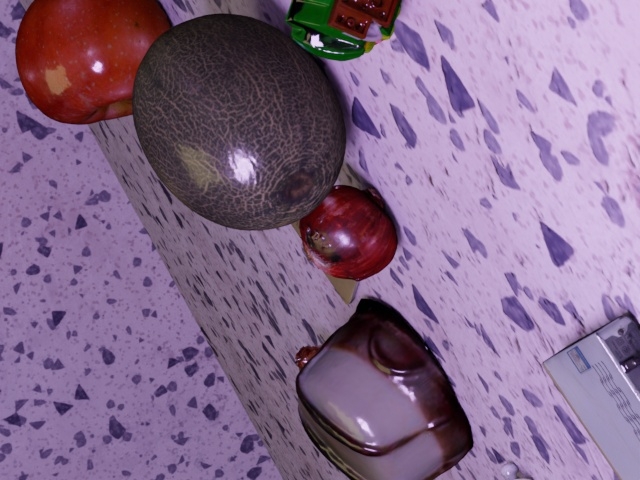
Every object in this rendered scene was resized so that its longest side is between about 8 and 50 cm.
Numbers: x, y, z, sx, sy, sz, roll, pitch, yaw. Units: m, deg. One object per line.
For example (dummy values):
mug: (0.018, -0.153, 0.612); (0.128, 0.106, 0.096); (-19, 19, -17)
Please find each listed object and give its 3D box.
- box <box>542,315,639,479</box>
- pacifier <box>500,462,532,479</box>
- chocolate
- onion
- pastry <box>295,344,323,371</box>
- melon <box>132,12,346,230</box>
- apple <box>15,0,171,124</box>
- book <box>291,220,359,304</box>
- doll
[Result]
box: (0.325, 0.204, 1.269); (0.270, 0.045, 0.211); (56, 166, 10)
pacifier: (0.251, 0.329, 1.787); (0.083, 0.068, 0.064); (75, -175, -53)
chocolate: (0.073, 0.245, 1.955); (0.283, 0.186, 0.283); (54, 166, 20)
onion: (0.035, -0.012, 1.683); (0.131, 0.131, 0.131); (53, 166, 20)
pastry: (0.042, 0.242, 2.246); (0.208, 0.097, 0.115); (41, 151, 49)
melon: (-0.105, -0.147, 1.617); (0.302, 0.237, 0.237); (48, 163, 39)
apple: (-0.358, -0.308, 2.165); (0.260, 0.260, 0.217); (138, 118, -76)
book: (0.000, 0.000, 2.045); (0.192, 0.013, 0.168); (55, 166, 14)
doll: (0.010, -0.229, 1.287); (0.134, 0.106, 0.186); (16, 178, 5)
